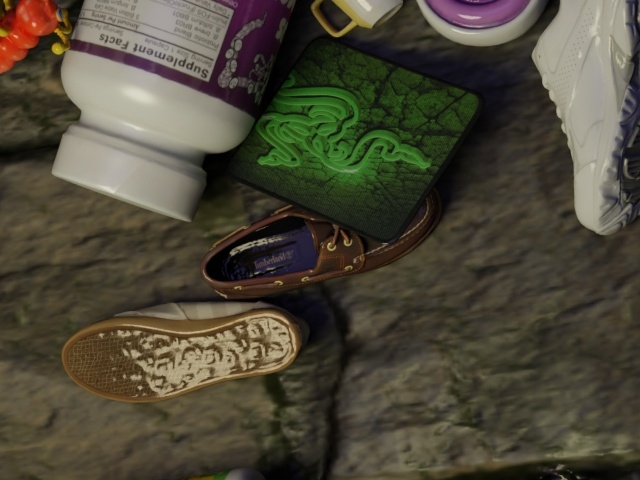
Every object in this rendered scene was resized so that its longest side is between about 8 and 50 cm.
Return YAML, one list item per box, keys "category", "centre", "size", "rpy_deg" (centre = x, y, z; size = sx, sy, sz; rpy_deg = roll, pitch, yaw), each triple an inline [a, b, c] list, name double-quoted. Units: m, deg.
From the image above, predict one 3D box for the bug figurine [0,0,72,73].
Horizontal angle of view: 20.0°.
- category: "bug figurine"
  centre: [-0.284, -0.203, 1.552]
  size: [0.216, 0.072, 0.279]
  rpy_deg: [-34, 32, 25]

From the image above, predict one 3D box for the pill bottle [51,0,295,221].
- category: "pill bottle"
  centre: [-0.116, -0.176, 1.507]
  size: [0.169, 0.169, 0.301]
  rpy_deg: [19, 89, 15]

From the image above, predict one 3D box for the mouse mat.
- category: "mouse mat"
  centre: [0.026, -0.086, 1.497]
  size: [0.190, 0.007, 0.152]
  rpy_deg: [24, 74, 35]

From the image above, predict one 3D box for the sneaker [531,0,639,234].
- category: "sneaker"
  centre: [0.223, -0.122, 1.470]
  size: [0.115, 0.090, 0.232]
  rpy_deg: [10, 98, 45]

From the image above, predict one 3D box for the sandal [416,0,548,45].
- category: "sandal"
  centre: [0.145, -0.372, 1.498]
  size: [0.169, 0.102, 0.416]
  rpy_deg: [-3, 83, 13]

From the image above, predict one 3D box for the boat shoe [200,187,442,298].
- category: "boat shoe"
  centre: [0.000, 0.000, 1.508]
  size: [0.207, 0.073, 0.073]
  rpy_deg: [-23, 80, 9]

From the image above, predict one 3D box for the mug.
- category: "mug"
  centre: [0.035, -0.211, 1.539]
  size: [0.062, 0.078, 0.064]
  rpy_deg: [-36, 84, -26]

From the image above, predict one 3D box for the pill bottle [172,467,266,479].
- category: "pill bottle"
  centre: [-0.158, 0.272, 1.481]
  size: [0.246, 0.136, 0.136]
  rpy_deg: [-12, 81, 12]

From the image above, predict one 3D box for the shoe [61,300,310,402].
- category: "shoe"
  centre: [-0.112, 0.091, 1.538]
  size: [0.219, 0.058, 0.076]
  rpy_deg: [-6, 103, 17]
